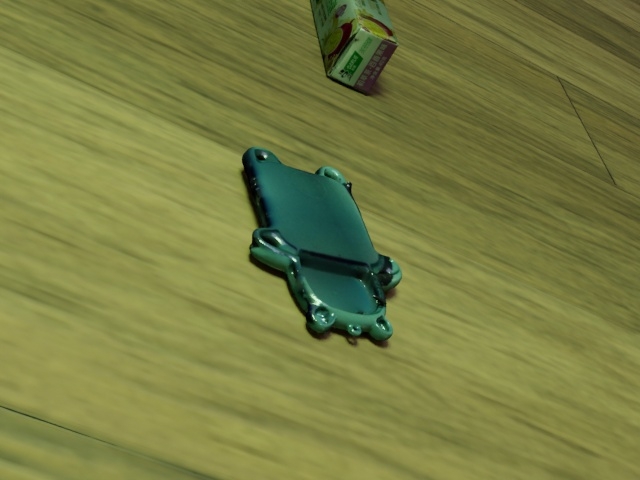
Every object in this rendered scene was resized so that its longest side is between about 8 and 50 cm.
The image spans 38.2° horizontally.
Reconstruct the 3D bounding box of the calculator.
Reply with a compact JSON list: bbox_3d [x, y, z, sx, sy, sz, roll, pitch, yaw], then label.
[{"bbox_3d":[0.000,0.000,0.505,0.094,0.019,0.141,13,36,-29],"label":"calculator"}]

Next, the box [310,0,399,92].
[{"bbox_3d":[0.023,-0.197,0.790,0.041,0.050,0.207,22,31,-20],"label":"box"}]
